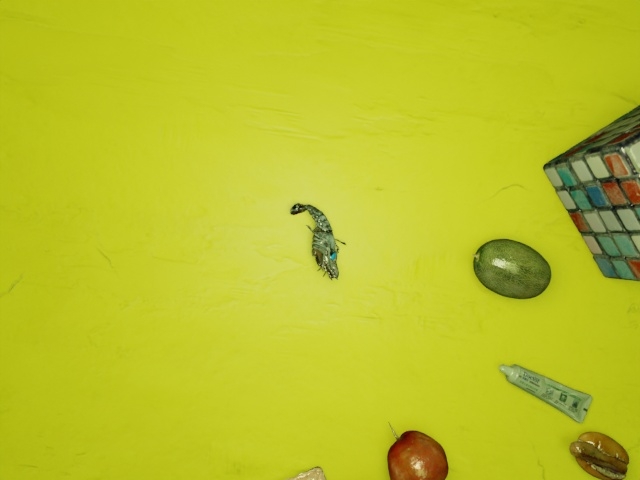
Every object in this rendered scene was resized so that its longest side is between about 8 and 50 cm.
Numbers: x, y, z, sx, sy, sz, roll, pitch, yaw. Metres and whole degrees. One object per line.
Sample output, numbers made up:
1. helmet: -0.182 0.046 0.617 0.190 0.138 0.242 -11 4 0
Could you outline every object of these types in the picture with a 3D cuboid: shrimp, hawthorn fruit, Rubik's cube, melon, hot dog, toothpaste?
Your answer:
1. shrimp: 0.004 -0.003 1.079 0.076 0.082 0.174 -26 85 1
2. hawthorn fruit: 0.185 0.441 1.082 0.140 0.125 0.125 20 89 29
3. Rubik's cube: 0.660 -0.107 1.021 0.293 0.292 0.286 -31 92 -1
4. melon: 0.378 0.055 1.089 0.168 0.114 0.114 20 89 -6
5. hot dog: 0.581 0.447 1.134 0.140 0.060 0.089 34 84 0
6. toothpaste: 0.469 0.311 1.137 0.218 0.041 0.064 27 83 -8

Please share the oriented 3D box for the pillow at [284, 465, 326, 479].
1. pillow: -0.081 0.546 1.074 0.233 0.043 0.126 -17 72 -9
